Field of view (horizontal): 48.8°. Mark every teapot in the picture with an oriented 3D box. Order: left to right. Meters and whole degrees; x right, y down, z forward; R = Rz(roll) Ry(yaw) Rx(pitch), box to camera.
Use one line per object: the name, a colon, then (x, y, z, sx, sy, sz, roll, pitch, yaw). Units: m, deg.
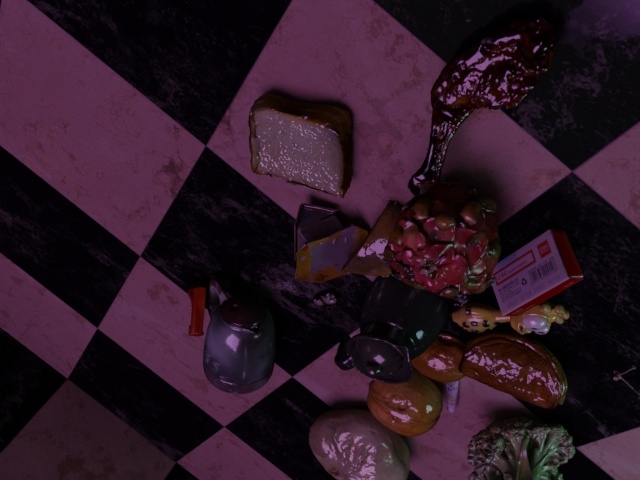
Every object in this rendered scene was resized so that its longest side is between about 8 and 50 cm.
teapot: (-0.271, 0.274, 2.238, 0.315, 0.233, 0.312, 46, 142, 34)
teapot: (0.151, 0.236, 1.828, 0.305, 0.285, 0.223, 5, 131, 30)

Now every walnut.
walnut: (0.247, 0.469, 2.074, 0.226, 0.193, 0.193, 30, 140, 10)
walnut: (0.320, 0.332, 1.955, 0.211, 0.087, 0.167, 17, 134, 21)

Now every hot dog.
hot dog: (0.499, 0.330, 1.811, 0.272, 0.122, 0.196, 18, 139, 14)

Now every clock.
clock: (-0.400, 0.232, 2.278, 0.061, 0.155, 0.113, 3, 170, -9)

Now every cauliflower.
cauliflower: (0.560, 0.642, 1.965, 0.260, 0.281, 0.327, 21, 132, -34)

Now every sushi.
sushi: (0.018, 0.174, 2.045, 0.083, 0.044, 0.046, -20, 115, 46)

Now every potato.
potato: (0.157, 0.034, 1.739, 0.138, 0.098, 0.243, 32, 127, -2)

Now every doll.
doll: (0.459, 0.188, 1.728, 0.291, 0.086, 0.117, -7, 155, 38)

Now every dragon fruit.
dragon fruit: (0.266, -0.005, 1.512, 0.250, 0.269, 0.291, 14, 177, 19)

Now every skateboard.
skateboard: (0.761, 0.341, 1.713, 0.083, 0.032, 0.064, 44, 129, -6)

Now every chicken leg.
chicken leg: (0.291, -0.269, 1.364, 0.158, 0.096, 0.407, 51, 127, 17)

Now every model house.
model house: (0.000, 0.000, 1.848, 0.136, 0.208, 0.219, 58, 162, 31)

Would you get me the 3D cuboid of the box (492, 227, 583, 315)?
box: (0.474, 0.078, 1.588, 0.050, 0.122, 0.229, 2, 151, -30)

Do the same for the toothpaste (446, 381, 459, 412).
toothpaste: (0.385, 0.433, 2.058, 0.048, 0.031, 0.190, 15, 132, 27)

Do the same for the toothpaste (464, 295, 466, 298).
toothpaste: (0.295, 0.081, 1.775, 0.197, 0.035, 0.057, 42, 129, -4)

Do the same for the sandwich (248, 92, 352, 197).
sandwich: (-0.046, -0.229, 1.667, 0.251, 0.087, 0.226, 15, 137, 19)

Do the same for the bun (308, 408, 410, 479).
bun: (0.126, 0.715, 2.367, 0.361, 0.213, 0.361, 19, 140, 17)
